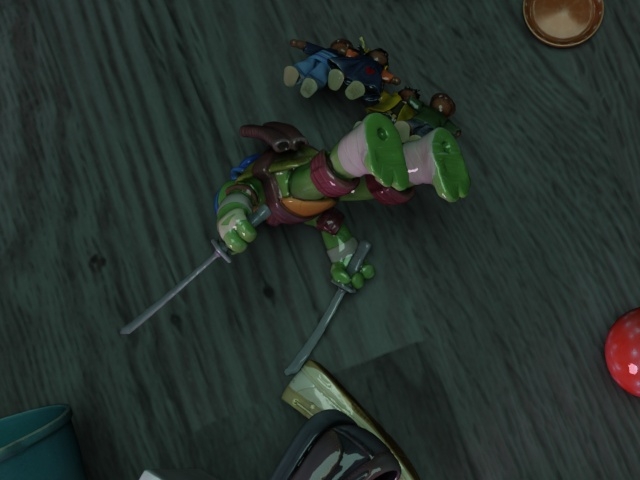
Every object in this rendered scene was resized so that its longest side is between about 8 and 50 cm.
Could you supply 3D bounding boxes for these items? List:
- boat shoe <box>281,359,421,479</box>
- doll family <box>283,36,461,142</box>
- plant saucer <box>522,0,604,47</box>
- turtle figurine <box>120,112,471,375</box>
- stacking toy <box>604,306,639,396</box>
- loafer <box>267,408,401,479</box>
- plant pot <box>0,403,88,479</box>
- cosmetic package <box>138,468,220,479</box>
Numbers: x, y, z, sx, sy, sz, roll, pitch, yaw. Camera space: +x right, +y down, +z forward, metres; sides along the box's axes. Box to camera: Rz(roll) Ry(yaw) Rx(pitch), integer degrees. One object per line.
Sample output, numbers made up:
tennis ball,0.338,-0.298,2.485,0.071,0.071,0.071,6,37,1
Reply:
boat shoe,0.029,0.195,1.265,0.059,0.063,0.170,-44,74,2
doll family,0.052,-0.152,1.301,0.193,0.076,0.111,43,42,1
plant saucer,0.252,-0.240,1.347,0.083,0.013,0.083,-1,81,4
turtle figurine,0.000,0.000,1.218,0.198,0.266,0.274,41,47,-26
stacking toy,0.436,0.087,1.221,0.330,0.141,0.141,-9,79,6
loafer,-0.027,0.305,1.177,0.095,0.109,0.302,26,91,38
plant pot,-0.314,0.318,1.174,0.272,0.271,0.255,-19,93,1
cosmetic package,-0.129,0.274,1.171,0.085,0.231,0.117,28,83,11
